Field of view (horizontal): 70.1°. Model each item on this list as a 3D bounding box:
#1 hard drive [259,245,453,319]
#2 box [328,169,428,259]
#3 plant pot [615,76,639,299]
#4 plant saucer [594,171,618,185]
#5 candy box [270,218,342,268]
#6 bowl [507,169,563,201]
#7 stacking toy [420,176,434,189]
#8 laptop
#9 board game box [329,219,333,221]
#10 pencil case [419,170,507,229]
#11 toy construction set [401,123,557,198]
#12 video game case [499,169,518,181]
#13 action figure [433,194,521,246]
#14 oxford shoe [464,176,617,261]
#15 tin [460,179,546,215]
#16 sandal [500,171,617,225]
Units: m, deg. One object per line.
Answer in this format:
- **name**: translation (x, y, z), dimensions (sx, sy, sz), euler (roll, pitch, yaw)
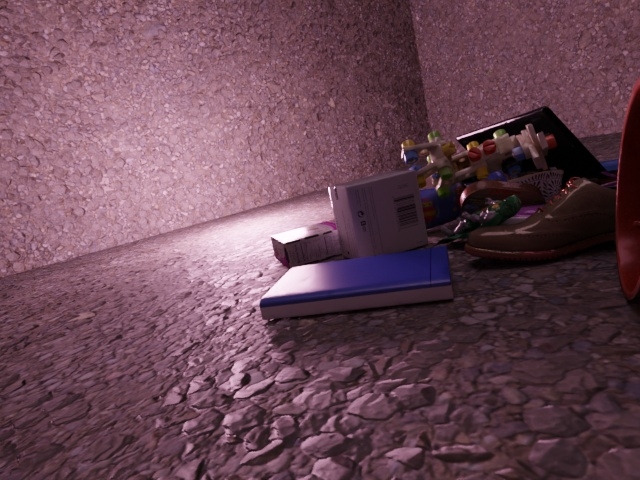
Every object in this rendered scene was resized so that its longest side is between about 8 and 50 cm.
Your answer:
- **hard drive**: translation (0.073, 0.073, 0.833), dimensions (0.318, 0.040, 0.210), euler (-9, 12, 16)
- **box**: translation (0.135, -0.060, 1.072), dimensions (0.181, 0.181, 0.119), euler (-16, 11, -17)
- **plant pot**: translation (0.506, -0.057, 0.513), dimensions (0.265, 0.273, 0.272), euler (2, 16, 26)
- **plant saucer**: translation (0.859, -0.175, 1.243), dimensions (0.199, 0.037, 0.200), euler (-13, 11, 2)
- **candy box**: translation (0.000, 0.000, 1.207), dimensions (0.233, 0.071, 0.159), euler (-15, 11, -15)
- **bowl**: translation (0.514, -0.108, 1.117), dimensions (0.170, 0.080, 0.170), euler (-11, -9, -2)
- **stacking toy**: translation (0.442, -0.166, 1.463), dimensions (0.330, 0.141, 0.141), euler (-12, 9, -40)
- **laptop**: translation (0.703, -0.286, 1.351), dimensions (0.236, 0.408, 0.382), euler (-53, 14, -10)
- **board game box**: translation (0.059, -0.051, 1.516), dimensions (0.154, 0.026, 0.103), euler (-20, 13, -34)
- **pencil case**: translation (0.353, -0.107, 1.241), dimensions (0.306, 0.120, 0.133), euler (-15, -1, -14)
- **toy construction set**: translation (0.372, -0.199, 1.071), dimensions (0.327, 0.151, 0.215), euler (-6, -20, 29)
- **video game case**: translation (0.505, -0.158, 1.345), dimensions (0.166, 0.119, 0.015), euler (-13, -15, -2)
- **action figure**: translation (0.337, -0.047, 0.945), dimensions (0.137, 0.064, 0.232), euler (-28, -4, -19)
- **oxford shoe**: translation (0.428, -0.045, 0.807), dimensions (0.348, 0.130, 0.123), euler (-11, 12, 10)
- **tin**: translation (0.415, -0.088, 1.042), dimensions (0.189, 0.106, 0.040), euler (6, 53, -4)
- **sandal**: translation (0.578, -0.086, 0.925), dimensions (0.416, 0.102, 0.169), euler (-10, 11, 12)
